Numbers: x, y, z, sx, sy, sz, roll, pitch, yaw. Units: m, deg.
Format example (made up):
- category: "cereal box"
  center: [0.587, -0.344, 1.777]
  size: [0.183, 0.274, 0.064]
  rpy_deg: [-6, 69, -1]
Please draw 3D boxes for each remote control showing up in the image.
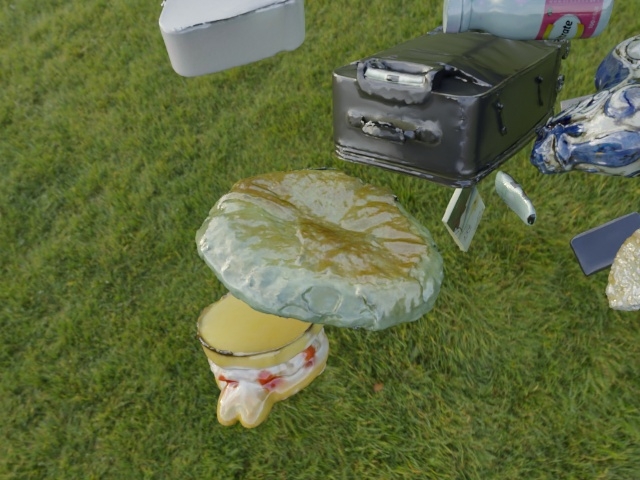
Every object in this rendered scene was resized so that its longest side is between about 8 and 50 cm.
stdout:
- category: "remote control"
  center: [0.631, -0.142, 1.779]
  size: [0.045, 0.098, 0.256]
  rpy_deg: [-12, 38, -7]

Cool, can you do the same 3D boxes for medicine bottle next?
- category: "medicine bottle"
  center: [0.285, -0.329, 0.767]
  size: [0.216, 0.090, 0.091]
  rpy_deg: [1, 65, 6]

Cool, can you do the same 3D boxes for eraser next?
- category: "eraser"
  center: [-0.187, -0.533, 1.274]
  size: [0.331, 0.150, 0.332]
  rpy_deg: [-2, 60, 3]

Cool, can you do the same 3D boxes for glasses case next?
- category: "glasses case"
  center: [0.651, -0.315, 1.241]
  size: [0.190, 0.072, 0.042]
  rpy_deg: [-8, 79, 31]

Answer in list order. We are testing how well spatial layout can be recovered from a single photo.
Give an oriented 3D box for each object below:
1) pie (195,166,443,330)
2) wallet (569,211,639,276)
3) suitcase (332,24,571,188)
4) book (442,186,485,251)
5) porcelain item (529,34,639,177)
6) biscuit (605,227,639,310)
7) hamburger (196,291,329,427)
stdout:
- category: "pie"
  center: [0.000, 0.000, 0.666]
  size: [0.306, 0.071, 0.306]
  rpy_deg: [7, 36, -5]
- category: "wallet"
  center: [0.970, 0.009, 1.810]
  size: [0.250, 0.044, 0.149]
  rpy_deg: [-27, 90, 14]
- category: "suitcase"
  center: [0.218, -0.240, 0.914]
  size: [0.283, 0.194, 0.434]
  rpy_deg: [20, 37, 33]
- category: "book"
  center: [0.515, -0.097, 1.945]
  size: [0.026, 0.289, 0.201]
  rpy_deg: [19, 79, 34]
- category: "porcelain item"
  center: [0.427, -0.184, 0.775]
  size: [0.186, 0.138, 0.288]
  rpy_deg: [-11, 30, 48]
- category: "biscuit"
  center: [0.620, 0.057, 0.980]
  size: [0.040, 0.265, 0.188]
  rpy_deg: [2, 57, -19]
- category: "hamburger"
  center: [-0.115, 0.232, 1.130]
  size: [0.260, 0.187, 0.303]
  rpy_deg: [-4, 24, 11]
